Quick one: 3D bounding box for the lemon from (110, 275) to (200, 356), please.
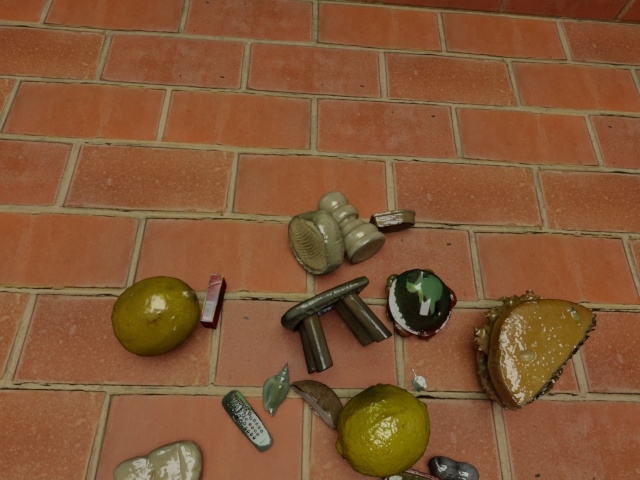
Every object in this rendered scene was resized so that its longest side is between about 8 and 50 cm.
[{"bbox_3d":[-0.539,0.246,1.473,0.310,0.258,0.257,-32,70,8],"label":"lemon"}]

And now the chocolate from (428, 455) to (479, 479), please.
[{"bbox_3d":[0.429,0.743,1.432,0.167,0.072,0.072,14,65,-1],"label":"chocolate"}]

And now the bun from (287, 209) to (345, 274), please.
[{"bbox_3d":[0.000,0.000,1.653,0.152,0.259,0.259,-27,69,-35],"label":"bun"}]

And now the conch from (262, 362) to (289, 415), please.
[{"bbox_3d":[-0.150,0.497,1.500,0.088,0.065,0.180,20,71,3],"label":"conch"}]

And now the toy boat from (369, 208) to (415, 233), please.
[{"bbox_3d":[0.296,-0.075,1.777,0.189,0.116,0.061,-9,71,-6],"label":"toy boat"}]

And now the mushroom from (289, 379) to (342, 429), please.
[{"bbox_3d":[0.000,0.532,1.491,0.210,0.072,0.094,43,42,13],"label":"mushroom"}]

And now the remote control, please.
[{"bbox_3d":[-0.240,0.593,1.461,0.072,0.042,0.222,-38,72,-19],"label":"remote control"}]

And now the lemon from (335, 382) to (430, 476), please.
[{"bbox_3d":[0.201,0.587,1.380,0.322,0.268,0.268,-28,70,-11],"label":"lemon"}]

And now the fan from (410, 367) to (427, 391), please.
[{"bbox_3d":[0.342,0.494,1.576,0.056,0.004,0.083,-19,68,-12],"label":"fan"}]

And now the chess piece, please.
[{"bbox_3d":[0.106,-0.072,1.744,0.167,0.167,0.299,-28,66,-16],"label":"chess piece"}]

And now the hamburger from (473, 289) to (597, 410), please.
[{"bbox_3d":[0.685,0.340,1.530,0.446,0.268,0.287,-40,76,-15],"label":"hamburger"}]

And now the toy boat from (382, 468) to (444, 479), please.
[{"bbox_3d":[0.380,0.826,1.385,0.393,0.079,0.136,20,63,6],"label":"toy boat"}]

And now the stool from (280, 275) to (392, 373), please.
[{"bbox_3d":[0.046,0.288,1.495,0.311,0.310,0.226,-22,78,-14],"label":"stool"}]

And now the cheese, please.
[{"bbox_3d":[-0.490,0.718,1.356,0.263,0.093,0.158,-16,70,-13],"label":"cheese"}]

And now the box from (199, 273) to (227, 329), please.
[{"bbox_3d":[-0.382,0.219,1.584,0.048,0.112,0.175,9,64,-1],"label":"box"}]

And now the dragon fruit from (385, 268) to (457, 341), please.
[{"bbox_3d":[0.366,0.221,1.643,0.269,0.130,0.295,16,65,8],"label":"dragon fruit"}]
